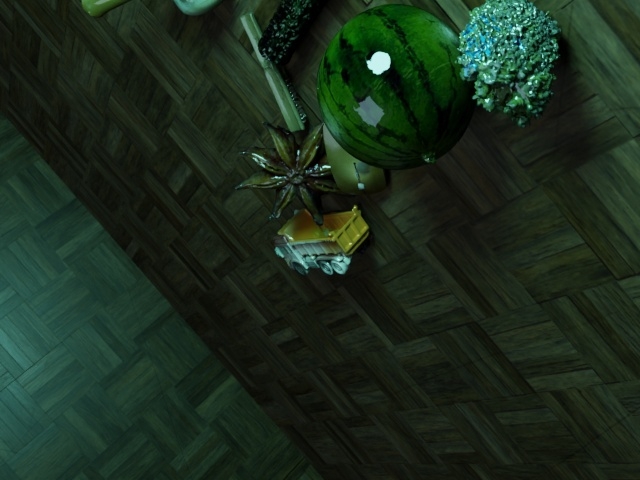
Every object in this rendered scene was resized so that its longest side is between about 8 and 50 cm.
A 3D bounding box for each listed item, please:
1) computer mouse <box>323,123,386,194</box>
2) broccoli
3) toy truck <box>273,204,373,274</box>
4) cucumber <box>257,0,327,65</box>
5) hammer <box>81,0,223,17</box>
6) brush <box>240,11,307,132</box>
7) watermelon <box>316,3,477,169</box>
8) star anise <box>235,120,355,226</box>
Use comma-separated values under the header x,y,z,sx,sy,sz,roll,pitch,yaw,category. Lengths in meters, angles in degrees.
x,y,z,sx,sy,sz,roll,pitch,yaw,category
0.067,-0.159,1.437,0.102,0.044,0.199,-2,132,15,computer mouse
0.252,-0.239,1.022,0.167,0.154,0.160,41,172,11,broccoli
0.000,0.000,1.696,0.135,0.114,0.270,54,151,-19,toy truck
-0.031,-0.396,1.280,0.072,0.072,0.300,49,150,-2,cucumber
-0.335,-0.492,1.437,0.306,0.113,0.201,-16,114,28,hammer
-0.088,-0.330,1.482,0.043,0.036,0.248,-5,119,43,brush
0.112,-0.224,1.124,0.242,0.242,0.242,34,149,24,watermelon
-0.044,-0.153,1.545,0.272,0.102,0.271,2,128,3,star anise
